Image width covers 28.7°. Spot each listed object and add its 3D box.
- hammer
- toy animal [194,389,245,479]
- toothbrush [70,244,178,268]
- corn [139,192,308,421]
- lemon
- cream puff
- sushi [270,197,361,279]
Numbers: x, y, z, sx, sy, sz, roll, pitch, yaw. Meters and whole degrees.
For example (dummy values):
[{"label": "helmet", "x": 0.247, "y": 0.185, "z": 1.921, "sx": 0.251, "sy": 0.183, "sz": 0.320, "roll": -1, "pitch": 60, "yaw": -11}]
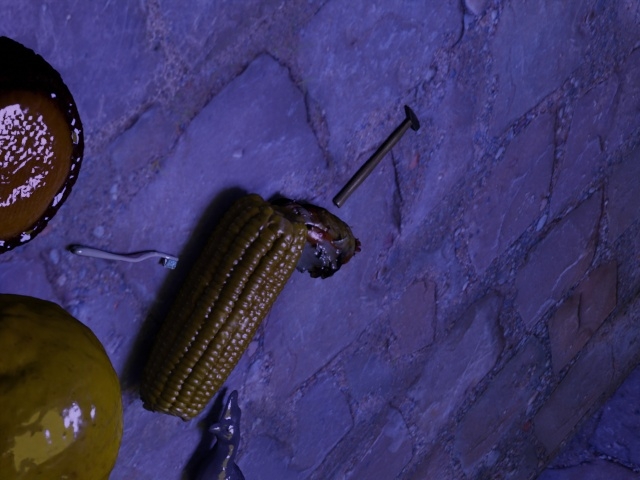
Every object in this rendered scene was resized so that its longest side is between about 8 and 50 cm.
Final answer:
[{"label": "hammer", "x": 0.087, "y": -0.130, "z": 1.982, "sx": 0.199, "sy": 0.013, "sz": 0.062, "roll": -49, "pitch": 147, "yaw": -13}, {"label": "toy animal", "x": -0.170, "y": 0.428, "z": 2.062, "sx": 0.206, "sy": 0.081, "sz": 0.367, "roll": -49, "pitch": 149, "yaw": -33}, {"label": "toothbrush", "x": -0.254, "y": 0.019, "z": 1.650, "sx": 0.204, "sy": 0.017, "sz": 0.022, "roll": 11, "pitch": 90, "yaw": -57}, {"label": "corn", "x": -0.142, "y": 0.099, "z": 1.770, "sx": 0.131, "sy": 0.131, "sz": 0.344, "roll": 17, "pitch": 104, "yaw": -57}, {"label": "lemon", "x": -0.360, "y": 0.214, "z": 1.444, "sx": 0.285, "sy": 0.285, "sz": 0.316, "roll": -41, "pitch": 123, "yaw": -24}, {"label": "cream puff", "x": -0.360, "y": -0.096, "z": 1.260, "sx": 0.239, "sy": 0.165, "sz": 0.239, "roll": -34, "pitch": 140, "yaw": -35}, {"label": "sushi", "x": -0.001, "y": 0.004, "z": 1.900, "sx": 0.226, "sy": 0.097, "sz": 0.103, "roll": 19, "pitch": 102, "yaw": -55}]
